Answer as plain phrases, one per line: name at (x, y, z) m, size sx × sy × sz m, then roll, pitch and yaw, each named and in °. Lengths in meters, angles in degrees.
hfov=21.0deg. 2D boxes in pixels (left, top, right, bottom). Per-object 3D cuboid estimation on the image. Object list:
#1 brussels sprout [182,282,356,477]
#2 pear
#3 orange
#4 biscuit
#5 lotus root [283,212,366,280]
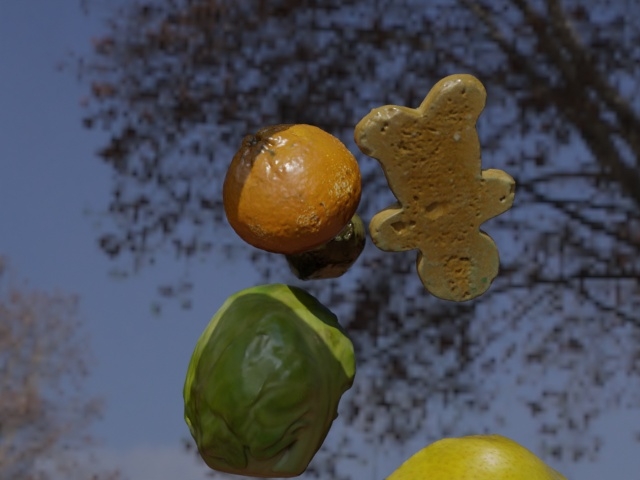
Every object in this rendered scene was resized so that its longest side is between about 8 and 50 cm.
brussels sprout at (-0.067, 0.153, 1.913) m, size 0.223 × 0.223 × 0.161 m, roll -11°, pitch -29°, yaw 37°
pear at (0.216, 0.430, 2.188) m, size 0.386 × 0.340 × 0.191 m, roll -13°, pitch 24°, yaw -34°
orange at (-0.031, -0.050, 1.639) m, size 0.135 × 0.136 × 0.117 m, roll -11°, pitch -35°, yaw 35°
biscuit at (0.117, -0.042, 1.697) m, size 0.153 × 0.030 × 0.234 m, roll -21°, pitch -62°, yaw -1°
lotus root at (0.000, 0.000, 1.884) m, size 0.089 × 0.081 × 0.179 m, roll -4°, pitch -12°, yaw -10°
